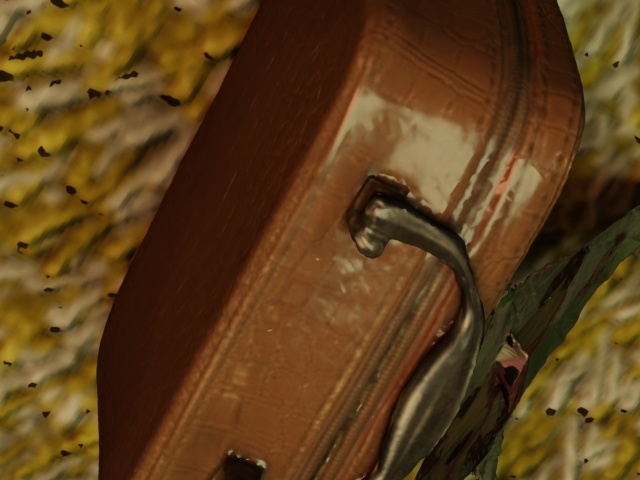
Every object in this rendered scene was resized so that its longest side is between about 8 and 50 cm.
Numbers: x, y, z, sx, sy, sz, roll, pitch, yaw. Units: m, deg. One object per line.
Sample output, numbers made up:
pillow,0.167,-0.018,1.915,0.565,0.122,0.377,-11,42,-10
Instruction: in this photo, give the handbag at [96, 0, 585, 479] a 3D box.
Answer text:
handbag,0.000,0.000,0.502,0.072,0.151,0.193,23,113,-17

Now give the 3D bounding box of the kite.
kite,0.058,0.068,0.568,0.229,0.012,0.250,-49,163,-22
